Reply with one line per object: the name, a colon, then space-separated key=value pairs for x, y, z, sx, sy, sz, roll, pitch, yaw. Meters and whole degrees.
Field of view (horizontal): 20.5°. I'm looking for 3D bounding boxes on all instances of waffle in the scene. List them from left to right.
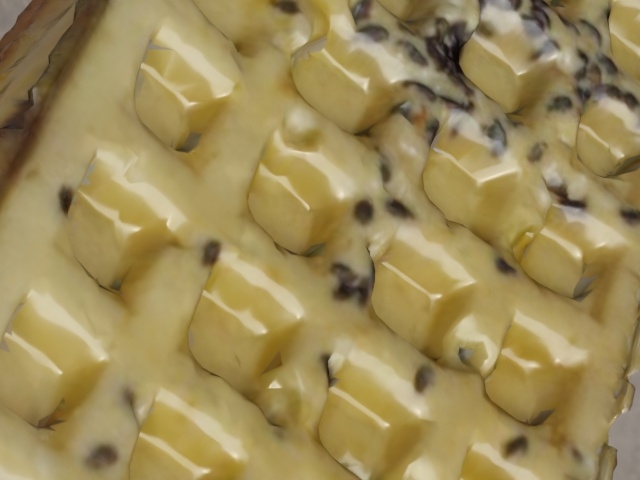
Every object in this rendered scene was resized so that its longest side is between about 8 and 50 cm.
waffle: x=0.000 y=0.000 z=0.627 sx=0.261 sy=0.376 sz=0.114 roll=37 pitch=140 yaw=-15
